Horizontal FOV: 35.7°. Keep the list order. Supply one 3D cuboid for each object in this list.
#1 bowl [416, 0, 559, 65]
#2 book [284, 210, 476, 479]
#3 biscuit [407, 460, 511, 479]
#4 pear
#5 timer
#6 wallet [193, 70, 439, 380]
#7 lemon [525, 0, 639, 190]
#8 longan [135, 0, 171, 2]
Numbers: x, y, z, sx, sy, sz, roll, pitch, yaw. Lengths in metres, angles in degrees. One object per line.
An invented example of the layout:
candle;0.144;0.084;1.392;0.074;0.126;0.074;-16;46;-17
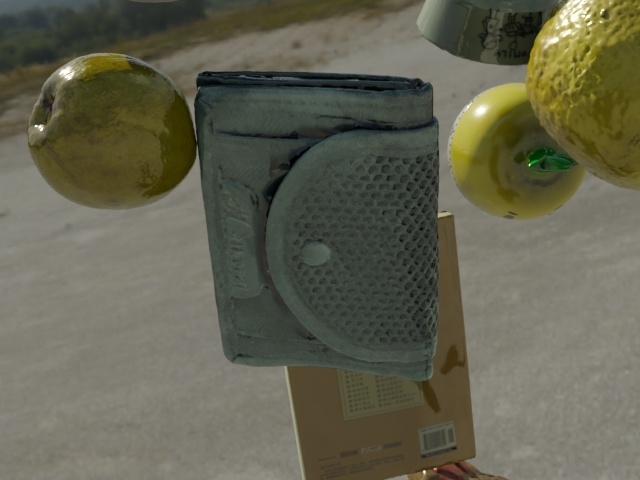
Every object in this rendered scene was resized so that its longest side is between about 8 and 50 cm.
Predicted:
bowl;0.251;-0.346;1.431;0.211;0.112;0.211;5;39;-4
book;0.080;0.165;1.411;0.269;0.389;0.032;-10;18;-8
biscuit;0.289;0.465;1.579;0.359;0.074;0.381;40;18;6
pear;-0.198;-0.103;0.940;0.149;0.149;0.162;2;-6;35
timer;0.386;-0.158;1.844;0.285;0.285;0.285;-8;14;2
wallet;0.000;0.000;0.997;0.237;0.342;0.075;4;33;12
lemon;0.409;-0.199;1.255;0.268;0.268;0.322;-18;48;-32
longan;-0.179;-0.386;1.010;0.243;0.300;0.300;-25;8;21
